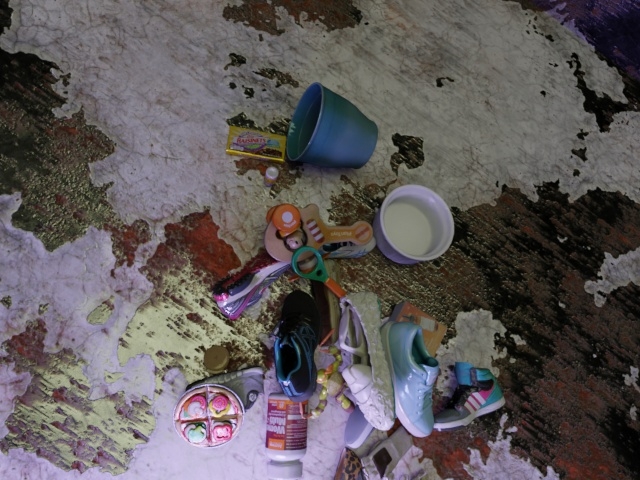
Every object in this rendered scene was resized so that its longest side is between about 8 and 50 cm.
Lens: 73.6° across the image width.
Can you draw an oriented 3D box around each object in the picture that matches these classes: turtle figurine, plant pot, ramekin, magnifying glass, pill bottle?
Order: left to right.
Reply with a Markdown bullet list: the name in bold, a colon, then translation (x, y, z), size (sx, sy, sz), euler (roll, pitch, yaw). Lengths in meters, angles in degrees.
- **pill bottle**: translation (-0.172, -0.219, 1.478), size (0.043, 0.083, 0.044), euler (4, 73, -13)
- **pill bottle**: translation (-0.098, 0.560, 1.241), size (0.121, 0.121, 0.221), euler (6, 72, -13)
- **magnifying glass**: translation (0.000, 0.104, 1.306), size (0.231, 0.026, 0.092), euler (44, 78, -25)
- **plant pot**: translation (0.052, -0.374, 1.500), size (0.255, 0.271, 0.272), euler (14, 70, -25)
- **turtle figurine**: translation (0.051, 0.421, 1.287), size (0.217, 0.087, 0.270), euler (42, 57, -39)
- **ramekin**: translation (0.320, -0.047, 1.528), size (0.276, 0.135, 0.278), euler (4, 72, -13)

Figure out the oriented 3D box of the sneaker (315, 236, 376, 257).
- **sneaker**: translation (0.089, 0.015, 1.476), size (0.237, 0.086, 0.085), euler (-6, 74, -18)

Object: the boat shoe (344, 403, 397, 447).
- **boat shoe**: translation (0.185, 0.517, 1.338), size (0.105, 0.113, 0.306), euler (45, 54, -14)

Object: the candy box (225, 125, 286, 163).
- **candy box**: translation (-0.229, -0.343, 1.532), size (0.205, 0.027, 0.105), euler (8, 69, -12)

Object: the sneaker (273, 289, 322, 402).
- **sneaker**: translation (-0.067, 0.278, 1.237), size (0.124, 0.140, 0.341), euler (-14, 50, 12)

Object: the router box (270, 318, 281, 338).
- **router box**: translation (-0.091, 0.278, 1.373), size (0.092, 0.038, 0.122), euler (36, 68, -1)

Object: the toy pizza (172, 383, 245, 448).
- **toy pizza**: translation (-0.315, 0.501, 1.205), size (0.201, 0.032, 0.202), euler (-2, 101, -8)

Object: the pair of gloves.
- **pair of gloves**: translation (0.239, 0.726, 1.305), size (0.204, 0.042, 0.240), euler (-20, 80, -30)

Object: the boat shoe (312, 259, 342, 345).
- **boat shoe**: translation (0.036, 0.198, 1.396), size (0.089, 0.104, 0.286), euler (7, 70, -31)

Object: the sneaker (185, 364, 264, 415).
- **sneaker**: translation (-0.269, 0.454, 1.250), size (0.228, 0.086, 0.132), euler (-10, 79, -18)

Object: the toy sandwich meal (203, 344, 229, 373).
- **toy sandwich meal**: translation (-0.314, 0.361, 1.297), size (0.085, 0.029, 0.086), euler (3, 64, -6)

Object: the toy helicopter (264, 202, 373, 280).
- **toy helicopter**: translation (0.000, 0.000, 1.348), size (0.354, 0.140, 0.235), euler (-3, 92, -17)

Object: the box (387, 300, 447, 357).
- **box**: translation (0.314, 0.308, 1.441), size (0.170, 0.091, 0.130), euler (33, 68, -3)

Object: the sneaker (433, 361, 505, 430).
- **sneaker**: translation (0.467, 0.493, 1.404), size (0.295, 0.123, 0.179), euler (-12, 82, -27)

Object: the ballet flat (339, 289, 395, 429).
- **ballet flat**: translation (0.117, 0.342, 1.261), size (0.146, 0.147, 0.409), euler (3, 60, -14)

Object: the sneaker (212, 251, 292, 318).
- **sneaker**: translation (-0.203, 0.128, 1.362), size (0.299, 0.120, 0.112), euler (-33, 120, -31)

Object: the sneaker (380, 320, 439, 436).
- **sneaker**: translation (0.291, 0.420, 1.284), size (0.135, 0.150, 0.366), euler (-22, 93, -44)

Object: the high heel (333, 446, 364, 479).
- **high heel**: translation (0.019, 0.728, 1.229), size (0.261, 0.093, 0.186), euler (-12, 83, -34)
